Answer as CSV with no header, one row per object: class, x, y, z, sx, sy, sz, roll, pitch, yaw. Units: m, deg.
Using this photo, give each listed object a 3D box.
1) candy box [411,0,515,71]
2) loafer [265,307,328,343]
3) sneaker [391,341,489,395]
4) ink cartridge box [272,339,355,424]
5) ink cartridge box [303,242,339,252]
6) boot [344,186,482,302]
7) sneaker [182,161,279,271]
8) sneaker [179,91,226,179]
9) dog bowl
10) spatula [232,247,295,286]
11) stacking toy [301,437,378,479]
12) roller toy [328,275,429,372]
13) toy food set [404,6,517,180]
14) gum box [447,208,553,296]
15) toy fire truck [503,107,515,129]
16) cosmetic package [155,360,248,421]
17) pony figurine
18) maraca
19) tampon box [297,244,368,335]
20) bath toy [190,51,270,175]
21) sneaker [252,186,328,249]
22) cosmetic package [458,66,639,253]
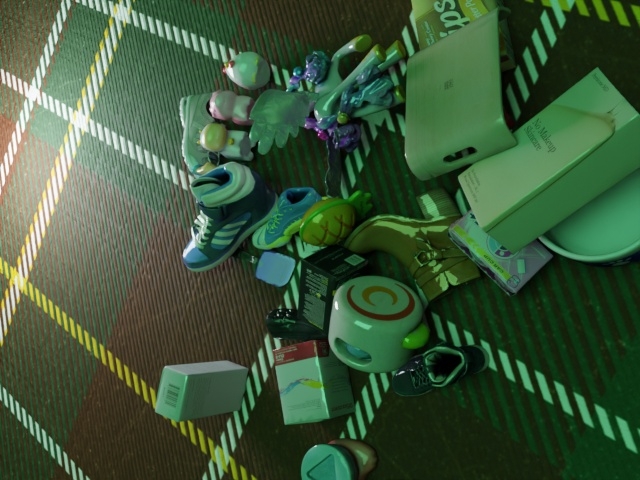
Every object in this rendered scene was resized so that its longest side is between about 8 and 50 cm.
candy box,0.305,-0.509,1.425,0.182,0.087,0.317,-14,78,30
loafer,-0.027,0.211,1.558,0.223,0.076,0.078,0,120,25
sneaker,0.220,0.273,1.341,0.226,0.163,0.086,-28,72,27
ink cartridge box,-0.014,0.327,1.494,0.127,0.128,0.176,-18,74,29
ink cartridge box,0.000,0.000,1.584,0.083,0.028,0.048,-18,75,28
boot,0.203,0.036,1.426,0.283,0.109,0.220,-25,76,19
sneaker,-0.281,-0.070,1.618,0.322,0.236,0.130,-36,51,13
sneaker,-0.311,-0.283,1.765,0.115,0.105,0.281,-17,79,22
dog bowl,0.527,-0.085,1.209,0.264,0.104,0.265,-10,73,37
spatula,-0.198,0.042,1.698,0.296,0.030,0.084,20,88,32
stacking toy,0.059,0.613,1.414,0.279,0.130,0.309,11,90,32
roller toy,0.115,0.179,1.370,0.209,0.191,0.146,-107,20,-56
toy food set,0.281,-0.288,1.271,0.219,0.092,0.306,-19,59,43
gum box,0.358,0.007,1.303,0.107,0.062,0.188,-43,77,-4
toy fire truck,0.314,-0.273,1.416,0.135,0.047,0.192,-49,62,17
cosmetic package,-0.289,0.368,1.596,0.085,0.231,0.117,13,90,32
pony figurine,0.021,-0.305,1.499,0.363,0.303,0.351,-26,39,30
maraca,0.036,-0.051,1.454,0.185,0.127,0.099,-28,62,-8
tampon box,0.027,0.111,1.466,0.101,0.120,0.161,27,126,33
bath toy,-0.238,-0.331,1.691,0.129,0.151,0.348,11,84,27
sneaker,-0.089,-0.067,1.582,0.240,0.126,0.091,-25,42,19
cosmetic package,0.415,-0.136,1.144,0.309,0.113,0.160,-41,37,25
